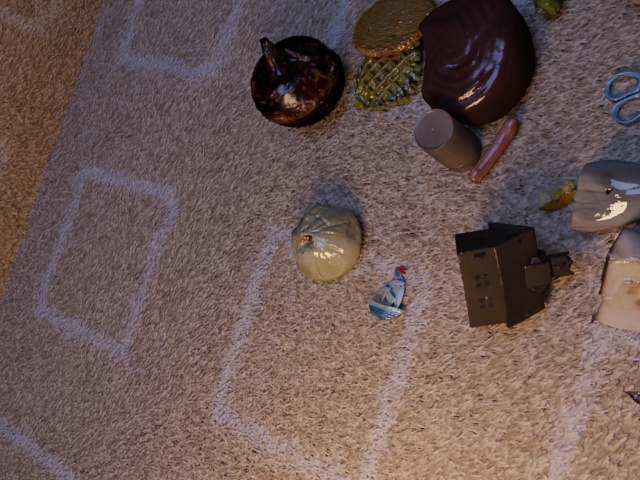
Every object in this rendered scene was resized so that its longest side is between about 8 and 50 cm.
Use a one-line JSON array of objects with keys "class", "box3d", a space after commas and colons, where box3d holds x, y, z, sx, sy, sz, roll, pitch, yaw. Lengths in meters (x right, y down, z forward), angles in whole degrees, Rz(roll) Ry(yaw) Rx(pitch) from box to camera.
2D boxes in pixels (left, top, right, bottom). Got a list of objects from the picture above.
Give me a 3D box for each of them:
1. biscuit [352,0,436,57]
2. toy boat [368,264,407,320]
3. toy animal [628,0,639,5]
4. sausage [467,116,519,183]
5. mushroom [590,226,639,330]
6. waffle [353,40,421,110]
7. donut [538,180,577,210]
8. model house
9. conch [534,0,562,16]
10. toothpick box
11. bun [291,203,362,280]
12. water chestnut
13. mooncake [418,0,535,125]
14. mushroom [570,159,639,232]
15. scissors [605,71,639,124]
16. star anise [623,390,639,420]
[{"class": "biscuit", "box3d": [0.205, -0.603, 2.091, 0.254, 0.035, 0.254, -19, 49, 23]}, {"class": "toy boat", "box3d": [0.191, 0.145, 1.947, 0.149, 0.034, 0.105, -46, 52, 2]}, {"class": "toy animal", "box3d": [0.759, -0.695, 1.661, 0.344, 0.194, 0.303, -43, 51, 23]}, {"class": "sausage", "box3d": [0.429, -0.222, 1.857, 0.043, 0.043, 0.186, 43, 104, 36]}, {"class": "mushroom", "box3d": [0.669, 0.066, 1.529, 0.173, 0.236, 0.162, 14, 56, 21]}, {"class": "waffle", "box3d": [0.184, -0.464, 2.094, 0.214, 0.054, 0.208, 3, 78, 38]}, {"class": "donut", "box3d": [0.546, -0.106, 1.730, 0.083, 0.067, 0.038, 115, 156, -46]}, {"class": "model house", "box3d": [0.439, 0.059, 1.697, 0.243, 0.204, 0.211, -10, 114, 11]}, {"class": "conch", "box3d": [0.558, -0.597, 1.845, 0.089, 0.074, 0.121, 37, 78, 3]}, {"class": "toothpick box", "box3d": [0.316, -0.245, 1.860, 0.111, 0.180, 0.111, -9, 73, 32]}, {"class": "bun", "box3d": [0.000, 0.000, 2.052, 0.220, 0.134, 0.220, -9, 75, 37]}, {"class": "water chestnut", "box3d": [-0.087, -0.469, 2.159, 0.300, 0.300, 0.300, -11, 71, 34]}, {"class": "mooncake", "box3d": [0.374, -0.467, 1.887, 0.334, 0.174, 0.326, 34, 100, 36]}, {"class": "mushroom", "box3d": [0.698, -0.090, 1.596, 0.328, 0.122, 0.159, 6, 117, 38]}, {"class": "scissors", "box3d": [0.762, -0.352, 1.657, 0.256, 0.030, 0.125, -23, 64, 33]}, {"class": "star anise", "box3d": [0.677, 0.329, 1.514, 0.129, 0.056, 0.124, 17, 85, 23]}]
